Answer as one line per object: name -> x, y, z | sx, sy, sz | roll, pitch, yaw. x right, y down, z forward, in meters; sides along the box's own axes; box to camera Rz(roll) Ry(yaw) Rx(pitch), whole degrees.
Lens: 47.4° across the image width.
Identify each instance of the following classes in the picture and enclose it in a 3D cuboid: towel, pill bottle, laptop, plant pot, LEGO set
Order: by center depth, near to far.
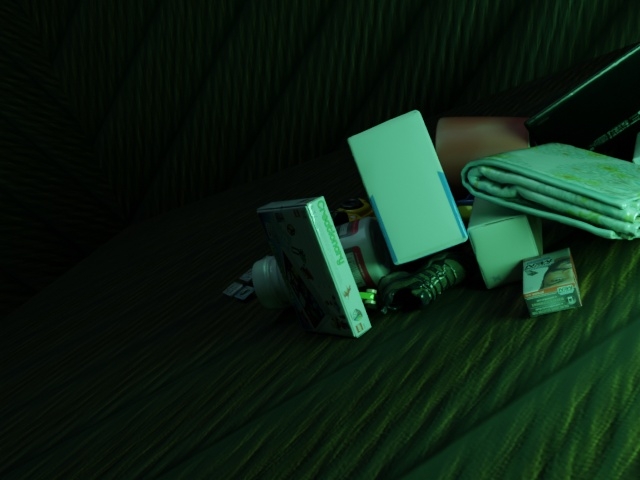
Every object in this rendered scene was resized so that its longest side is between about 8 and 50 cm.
towel -> 0.522, -0.105, 1.460 | 0.321, 0.090, 0.375 | -12, 29, -40
pill bottle -> 0.002, 0.068, 1.766 | 0.319, 0.176, 0.176 | -17, 16, 19
laptop -> 0.740, -0.364, 1.945 | 0.382, 0.408, 0.236 | -35, 43, 16
plant pot -> 0.468, -0.225, 2.020 | 0.243, 0.274, 0.275 | -5, 21, 23
LEGO set -> -0.168, 0.124, 2.127 | 0.182, 0.060, 0.244 | -41, 19, -18

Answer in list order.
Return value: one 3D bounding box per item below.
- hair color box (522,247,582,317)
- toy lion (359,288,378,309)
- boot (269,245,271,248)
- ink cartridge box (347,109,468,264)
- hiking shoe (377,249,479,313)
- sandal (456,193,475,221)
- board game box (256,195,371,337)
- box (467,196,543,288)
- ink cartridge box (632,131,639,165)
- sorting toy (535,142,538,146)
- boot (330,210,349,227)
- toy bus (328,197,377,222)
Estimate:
hair color box -> 0.428, 0.076, 1.358 | 0.093, 0.053, 0.167 | -16, 17, 20
toy lion -> 0.078, 0.128, 1.609 | 0.096, 0.034, 0.100 | 4, -13, 9
boot -> -0.112, 0.068, 2.024 | 0.086, 0.069, 0.190 | -29, 47, -16
ink cartridge box -> 0.201, -0.100, 1.652 | 0.166, 0.285, 0.395 | -21, -5, 8
hiking shoe -> 0.233, 0.100, 1.544 | 0.227, 0.086, 0.114 | -23, 30, 15
sandal -> 0.473, -0.136, 1.827 | 0.318, 0.138, 0.126 | -13, 8, -26
board game box -> -0.017, 0.059, 1.572 | 0.053, 0.305, 0.193 | -30, 17, -33
box -> 0.407, -0.030, 1.589 | 0.121, 0.147, 0.311 | -16, 18, 21
ink cartridge box -> 0.947, -0.265, 1.784 | 0.330, 0.071, 0.324 | -15, 16, 30
sorting toy -> 0.633, -0.269, 2.304 | 0.348, 0.047, 0.196 | -22, 10, 0
boot -> 0.000, 0.000, 1.915 | 0.077, 0.197, 0.137 | 1, 21, -37
toy bus -> 0.110, -0.014, 2.001 | 0.212, 0.149, 0.220 | 13, 33, 44
